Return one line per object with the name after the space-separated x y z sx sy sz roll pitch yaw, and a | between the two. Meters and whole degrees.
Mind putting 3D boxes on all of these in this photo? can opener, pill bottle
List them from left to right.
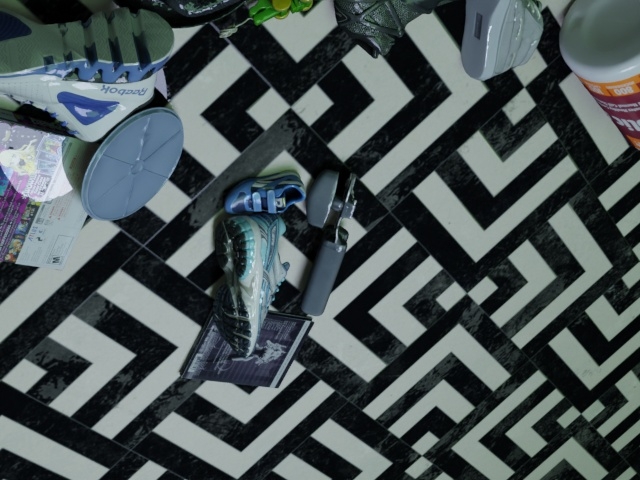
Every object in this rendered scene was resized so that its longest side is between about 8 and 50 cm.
0.000 0.000 1.852 0.095 0.076 0.283 17 119 -3 | can opener
0.611 -0.290 1.874 0.224 0.224 0.392 -47 133 8 | pill bottle

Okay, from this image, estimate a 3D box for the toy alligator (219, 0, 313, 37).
-0.069 -0.355 1.539 0.189 0.056 0.051 -21 89 -6 | toy alligator

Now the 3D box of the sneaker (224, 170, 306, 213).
-0.090 -0.074 1.732 0.144 0.059 0.053 -19 134 -16 | sneaker

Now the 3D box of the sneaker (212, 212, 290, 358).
-0.107 0.080 1.802 0.122 0.110 0.283 -19 130 -36 | sneaker

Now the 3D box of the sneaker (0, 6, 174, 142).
-0.359 -0.209 1.406 0.315 0.127 0.182 -2 145 -13 | sneaker

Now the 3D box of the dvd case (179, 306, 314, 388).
-0.135 0.199 1.943 0.221 0.018 0.164 13 115 -36 | dvd case

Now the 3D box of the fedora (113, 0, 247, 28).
-0.141 -0.413 1.375 0.334 0.152 0.334 -16 130 -20 | fedora

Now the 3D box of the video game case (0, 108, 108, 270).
-0.438 -0.072 1.535 0.210 0.042 0.232 11 117 -38 | video game case

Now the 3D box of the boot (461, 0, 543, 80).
0.311 -0.391 1.720 0.123 0.095 0.258 -21 141 -24 | boot

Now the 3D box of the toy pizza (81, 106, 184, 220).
-0.286 -0.118 1.561 0.201 0.032 0.201 -42 156 -24 | toy pizza

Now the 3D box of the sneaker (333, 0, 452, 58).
0.127 -0.362 1.624 0.227 0.087 0.130 -13 131 -18 | sneaker
